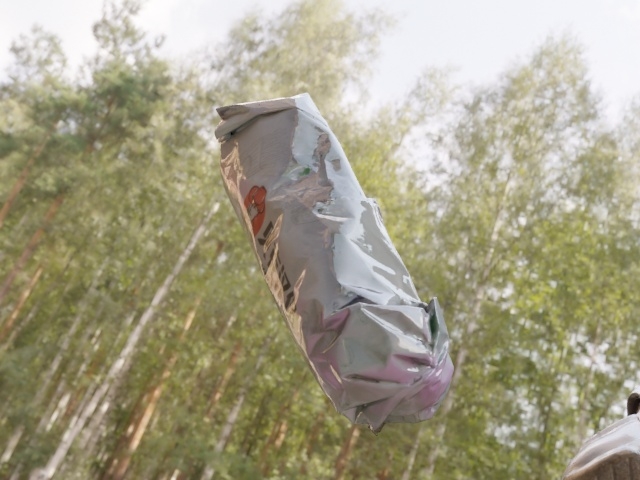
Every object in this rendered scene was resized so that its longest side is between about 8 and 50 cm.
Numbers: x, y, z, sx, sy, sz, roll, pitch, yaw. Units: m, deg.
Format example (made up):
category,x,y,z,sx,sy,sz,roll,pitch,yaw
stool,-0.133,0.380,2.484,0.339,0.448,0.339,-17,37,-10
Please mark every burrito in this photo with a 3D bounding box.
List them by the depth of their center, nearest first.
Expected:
category,x,y,z,sx,sy,sz,roll,pitch,yaw
burrito,0.001,0.000,0.377,0.064,0.203,0.064,-12,-49,-14

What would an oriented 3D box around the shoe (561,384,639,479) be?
category,x,y,z,sx,sy,sz,roll,pitch,yaw
shoe,0.391,0.232,0.890,0.350,0.172,0.198,-3,16,-14
